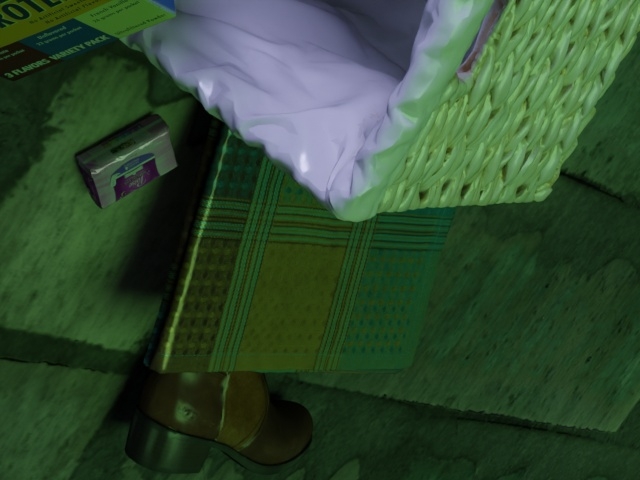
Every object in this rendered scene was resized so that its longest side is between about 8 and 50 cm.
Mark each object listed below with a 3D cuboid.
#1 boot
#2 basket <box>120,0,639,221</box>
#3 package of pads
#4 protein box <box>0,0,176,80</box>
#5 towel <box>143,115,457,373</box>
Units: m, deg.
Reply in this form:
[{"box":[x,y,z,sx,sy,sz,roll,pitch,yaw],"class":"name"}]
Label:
[{"box":[-0.060,0.090,1.591,0.264,0.096,0.280,10,106,-45],"class":"boot"},{"box":[0.059,-0.231,1.184,0.266,0.331,0.328,-1,125,-52],"class":"basket"},{"box":[-0.164,-0.067,1.351,0.083,0.032,0.050,-32,140,-19],"class":"package of pads"},{"box":[-0.206,-0.231,0.941,0.136,0.201,0.200,-17,161,27],"class":"protein box"},{"box":[0.000,0.000,1.509,0.370,0.040,0.271,4,105,-50],"class":"towel"}]
